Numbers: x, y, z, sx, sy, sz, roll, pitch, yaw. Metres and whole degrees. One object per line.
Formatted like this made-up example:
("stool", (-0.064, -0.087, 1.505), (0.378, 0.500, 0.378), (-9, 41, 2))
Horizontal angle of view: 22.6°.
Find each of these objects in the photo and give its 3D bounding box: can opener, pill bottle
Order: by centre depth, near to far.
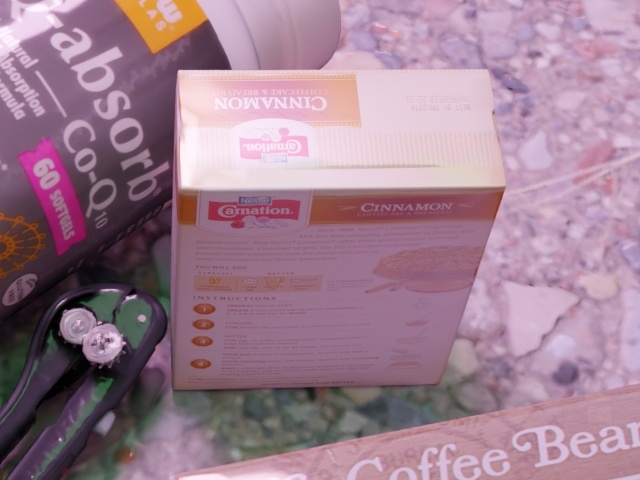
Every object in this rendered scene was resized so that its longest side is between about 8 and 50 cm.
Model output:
("can opener", (-0.139, 0.096, 0.768), (0.059, 0.073, 0.186), (30, 69, 9))
("pill bottle", (-0.132, -0.077, 0.818), (0.278, 0.162, 0.162), (-37, 68, -25))

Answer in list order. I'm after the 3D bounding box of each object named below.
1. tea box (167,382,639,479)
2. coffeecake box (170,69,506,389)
("tea box", (0.129, 0.240, 0.609), (0.329, 0.220, 0.324), (-9, 60, -12))
("coffeecake box", (0.000, 0.000, 0.768), (0.142, 0.185, 0.068), (0, 58, -7))
